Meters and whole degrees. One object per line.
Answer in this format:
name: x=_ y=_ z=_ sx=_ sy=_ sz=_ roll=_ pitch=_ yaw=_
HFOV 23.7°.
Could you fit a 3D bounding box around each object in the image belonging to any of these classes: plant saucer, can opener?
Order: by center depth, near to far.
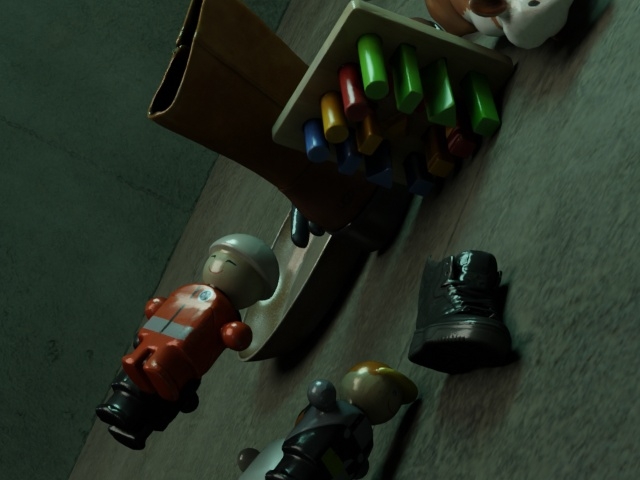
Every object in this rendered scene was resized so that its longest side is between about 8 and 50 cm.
can opener: x=-0.008 y=-0.066 z=1.578 sx=0.059 sy=0.073 sz=0.186 roll=-41 pitch=32 yaw=44
plant saucer: x=0.000 y=0.000 z=1.656 sx=0.310 sy=0.050 sz=0.310 roll=-60 pitch=12 yaw=21

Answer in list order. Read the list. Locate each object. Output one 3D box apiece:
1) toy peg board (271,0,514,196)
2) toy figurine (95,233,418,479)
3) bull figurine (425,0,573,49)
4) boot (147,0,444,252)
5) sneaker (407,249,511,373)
toy peg board: x=0.065 y=-0.102 z=1.323 sx=0.160 sy=0.161 sz=0.079 roll=-55 pitch=28 yaw=37
toy figurine: x=-0.050 y=0.117 z=1.184 sx=0.148 sy=0.209 sz=0.213 roll=-51 pitch=-3 yaw=-28
bull figurine: x=0.152 y=-0.251 z=1.292 sx=0.310 sy=0.101 sz=0.188 roll=-159 pitch=82 yaw=-79
boot: x=-0.016 y=-0.161 z=1.447 sx=0.096 sy=0.280 sz=0.264 roll=-1 pitch=60 yaw=55
sneaker: x=0.098 y=0.043 z=1.058 sx=0.170 sy=0.051 sz=0.089 roll=142 pitch=149 yaw=-74
